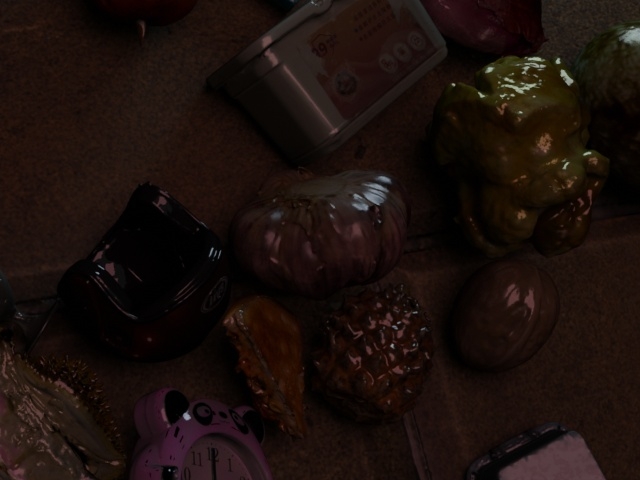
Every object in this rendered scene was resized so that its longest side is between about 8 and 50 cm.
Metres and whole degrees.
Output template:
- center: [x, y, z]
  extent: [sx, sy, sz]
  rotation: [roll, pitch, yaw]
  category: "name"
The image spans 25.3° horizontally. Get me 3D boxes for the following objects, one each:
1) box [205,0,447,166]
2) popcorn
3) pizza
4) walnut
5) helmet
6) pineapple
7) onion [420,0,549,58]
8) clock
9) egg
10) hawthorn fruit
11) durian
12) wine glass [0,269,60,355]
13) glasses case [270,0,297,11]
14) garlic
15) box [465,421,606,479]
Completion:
- center: [0.024, -0.249, 1.957]
  extent: [0.312, 0.175, 0.182]
  rotation: [-42, 100, -28]
  category: "box"
- center: [0.269, -0.117, 1.935]
  extent: [0.226, 0.276, 0.276]
  rotation: [-28, 82, 16]
  category: "popcorn"
- center: [-0.068, 0.160, 1.781]
  extent: [0.053, 0.201, 0.193]
  rotation: [-20, 71, 18]
  category: "pizza"
- center: [0.248, 0.101, 1.931]
  extent: [0.140, 0.162, 0.140]
  rotation: [29, 28, -17]
  category: "walnut"
- center: [-0.211, 0.051, 1.731]
  extent: [0.189, 0.216, 0.193]
  rotation: [-54, 136, -39]
  category: "helmet"
- center: [0.073, 0.136, 1.841]
  extent: [0.166, 0.166, 0.193]
  rotation: [31, 62, -9]
  category: "pineapple"
- center: [0.252, -0.376, 2.089]
  extent: [0.284, 0.120, 0.227]
  rotation: [26, 49, -27]
  category: "onion"
- center: [-0.136, 0.307, 1.695]
  extent: [0.228, 0.090, 0.247]
  rotation: [22, 54, -46]
  category: "clock"
- center: [0.484, -0.182, 2.075]
  extent: [0.238, 0.238, 0.289]
  rotation: [-41, 110, -28]
  category: "egg"
- center: [-0.233, -0.353, 1.884]
  extent: [0.179, 0.179, 0.200]
  rotation: [-4, 90, -23]
  category: "hawthorn fruit"
- center: [-0.339, 0.212, 1.652]
  extent: [0.193, 0.138, 0.237]
  rotation: [-19, 94, -26]
  category: "durian"
- center: [-0.421, 0.059, 1.705]
  extent: [0.202, 0.093, 0.093]
  rotation: [33, 63, -9]
  category: "wine glass"
- center: [-0.137, -0.451, 2.013]
  extent: [0.301, 0.070, 0.117]
  rotation: [37, 69, -8]
  category: "glasses case"
- center: [0.000, 0.000, 1.842]
  extent: [0.245, 0.245, 0.160]
  rotation: [-17, 115, -26]
  category: "garlic"
- center: [0.310, 0.362, 1.873]
  extent: [0.162, 0.130, 0.227]
  rotation: [-26, 84, -12]
  category: "box"
